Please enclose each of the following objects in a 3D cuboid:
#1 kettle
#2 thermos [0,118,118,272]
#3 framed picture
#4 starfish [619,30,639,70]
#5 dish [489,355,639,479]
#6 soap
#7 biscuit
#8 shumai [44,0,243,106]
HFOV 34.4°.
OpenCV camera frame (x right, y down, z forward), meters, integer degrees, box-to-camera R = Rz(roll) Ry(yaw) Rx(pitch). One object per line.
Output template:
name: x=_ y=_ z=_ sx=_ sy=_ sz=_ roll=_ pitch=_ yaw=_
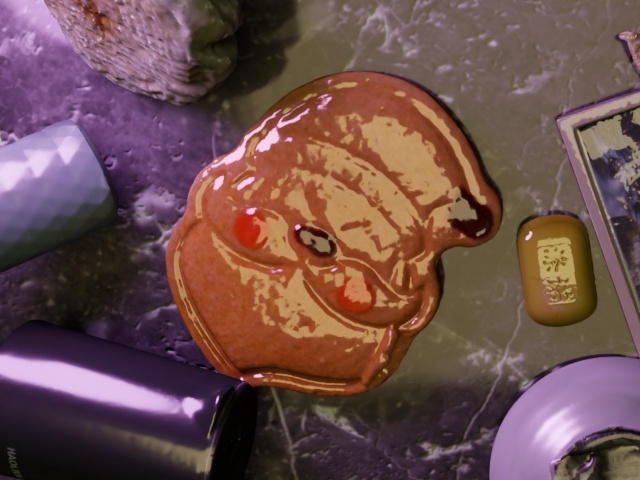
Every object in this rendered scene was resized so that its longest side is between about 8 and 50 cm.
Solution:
kettle: x=-0.254 y=0.261 z=1.316 sx=0.308 sy=0.203 sz=0.262 roll=13 pitch=104 yaw=12
thermos: x=-0.405 y=-0.026 z=1.286 sx=0.286 sy=0.182 sz=0.145 roll=-27 pitch=66 yaw=-18
framed picture: x=0.439 y=-0.031 z=1.205 sx=0.240 sy=0.020 sz=0.324 roll=-16 pitch=100 yaw=22
starfish: x=0.476 y=-0.141 z=1.194 sx=0.231 sy=0.048 sz=0.295 roll=-27 pitch=95 yaw=14
dish: x=0.359 y=0.302 z=1.240 sx=0.316 sy=0.106 sz=0.316 roll=0 pitch=90 yaw=9
soap: x=0.288 y=0.038 z=1.262 sx=0.089 sy=0.045 sz=0.140 roll=-8 pitch=98 yaw=16
biscuit: x=0.000 y=0.000 z=1.305 sx=0.349 sy=0.078 sz=0.455 roll=35 pitch=104 yaw=7
shumai: x=-0.174 y=-0.340 z=1.242 sx=0.309 sy=0.304 sz=0.263 roll=40 pitch=70 yaw=4
